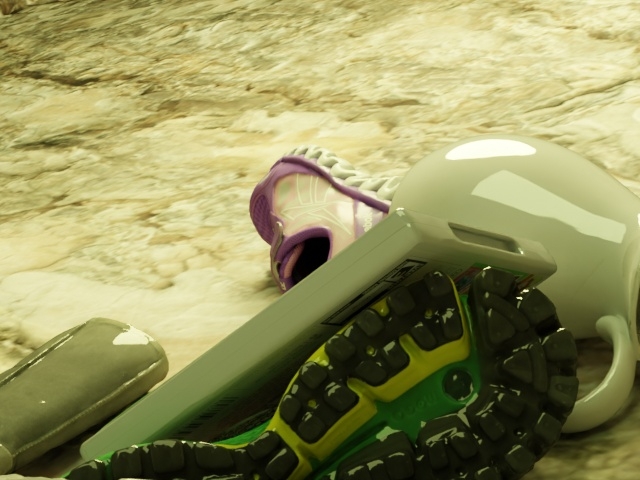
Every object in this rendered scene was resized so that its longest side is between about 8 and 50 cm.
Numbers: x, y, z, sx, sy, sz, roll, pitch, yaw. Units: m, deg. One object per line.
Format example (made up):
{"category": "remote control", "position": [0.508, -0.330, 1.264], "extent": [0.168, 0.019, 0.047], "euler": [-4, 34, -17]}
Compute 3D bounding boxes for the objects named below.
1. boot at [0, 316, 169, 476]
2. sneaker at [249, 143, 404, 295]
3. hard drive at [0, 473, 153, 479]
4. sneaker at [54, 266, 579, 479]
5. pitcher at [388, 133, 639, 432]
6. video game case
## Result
{"category": "boot", "position": [-0.231, 0.117, 1.188], "extent": [0.189, 0.076, 0.208], "euler": [9, 38, 32]}
{"category": "sneaker", "position": [0.000, 0.000, 1.266], "extent": [0.104, 0.095, 0.236], "euler": [-36, 24, -20]}
{"category": "hard drive", "position": [-0.015, 0.132, 0.658], "extent": [0.339, 0.064, 0.237], "euler": [3, -5, 15]}
{"category": "sneaker", "position": [-0.025, 0.149, 0.869], "extent": [0.343, 0.134, 0.146], "euler": [-29, -17, -6]}
{"category": "pitcher", "position": [0.126, 0.023, 1.047], "extent": [0.207, 0.125, 0.178], "euler": [17, 54, 43]}
{"category": "video game case", "position": [0.005, 0.059, 0.932], "extent": [0.212, 0.023, 0.193], "euler": [-37, -20, 19]}
